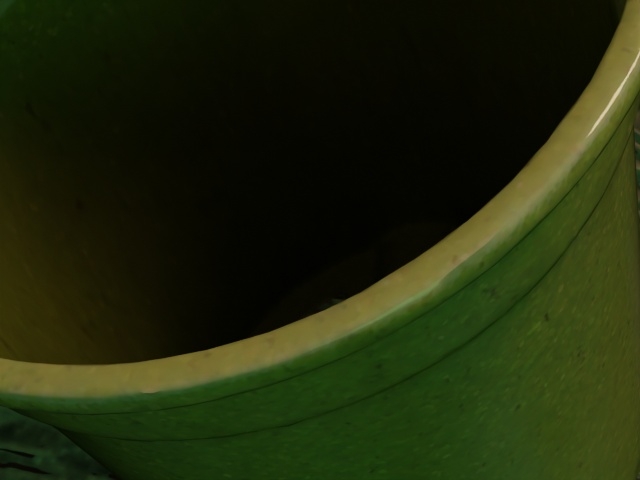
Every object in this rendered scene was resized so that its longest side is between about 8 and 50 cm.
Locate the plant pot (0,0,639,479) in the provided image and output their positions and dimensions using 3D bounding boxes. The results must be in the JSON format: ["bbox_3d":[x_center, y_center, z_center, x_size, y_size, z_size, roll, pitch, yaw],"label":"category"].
[{"bbox_3d":[0.000,0.000,0.615,0.276,0.276,0.254,-35,139,-7],"label":"plant pot"}]
